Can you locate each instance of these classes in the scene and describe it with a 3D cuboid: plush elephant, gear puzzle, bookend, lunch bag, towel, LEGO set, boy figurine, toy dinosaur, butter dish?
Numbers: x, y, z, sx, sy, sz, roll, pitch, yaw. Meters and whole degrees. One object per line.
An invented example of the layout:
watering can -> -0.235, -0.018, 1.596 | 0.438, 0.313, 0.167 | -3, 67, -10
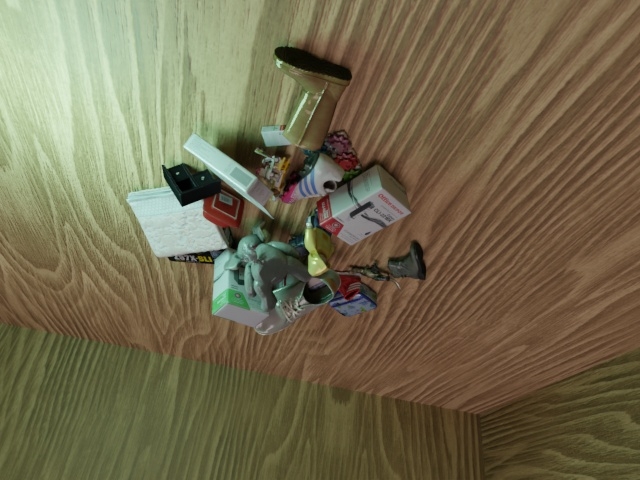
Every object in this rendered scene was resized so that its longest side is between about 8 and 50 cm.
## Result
plush elephant -> -0.238, 0.078, 1.833 | 0.272, 0.255, 0.330 | -43, 127, 0
gear puzzle -> 0.063, -0.230, 1.575 | 0.175, 0.044, 0.339 | -9, 142, 22
bookend -> -0.467, -0.223, 1.641 | 0.157, 0.156, 0.072 | -25, 154, -25
lunch bag -> 0.160, 0.298, 2.272 | 0.219, 0.090, 0.176 | -21, 133, 33
towel -> -0.574, -0.073, 1.824 | 0.331, 0.053, 0.317 | -7, 125, 14
LEGO set -> -0.179, -0.241, 1.561 | 0.107, 0.132, 0.287 | 26, 168, 3
boy figurine -> 0.000, 0.000, 1.708 | 0.092, 0.285, 0.177 | -16, 135, 30
toy dinosaur -> 0.263, 0.158, 2.061 | 0.268, 0.064, 0.118 | 20, 160, -2
butter dish -> -0.387, -0.112, 1.722 | 0.160, 0.160, 0.118 | 28, 134, -27

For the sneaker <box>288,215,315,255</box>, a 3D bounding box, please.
sneaker -> -0.068, -0.013, 1.873 | 0.163, 0.086, 0.226 | -6, 144, 14

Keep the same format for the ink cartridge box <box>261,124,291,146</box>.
ink cartridge box -> -0.128, -0.341, 1.469 | 0.115, 0.029, 0.063 | -3, 143, 10

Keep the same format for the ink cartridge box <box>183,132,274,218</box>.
ink cartridge box -> -0.284, -0.213, 1.520 | 0.296, 0.066, 0.261 | 36, 177, 20

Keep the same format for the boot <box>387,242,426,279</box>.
boot -> 0.365, 0.101, 1.964 | 0.161, 0.083, 0.246 | 0, 143, 21

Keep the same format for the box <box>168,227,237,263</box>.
box -> -0.546, 0.005, 2.001 | 0.322, 0.079, 0.257 | 4, 147, 5

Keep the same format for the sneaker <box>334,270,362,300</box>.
sneaker -> 0.083, 0.215, 2.131 | 0.221, 0.128, 0.087 | -9, 142, 23

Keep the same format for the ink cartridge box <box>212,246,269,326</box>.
ink cartridge box -> -0.340, 0.197, 1.934 | 0.211, 0.289, 0.121 | 24, 130, -34

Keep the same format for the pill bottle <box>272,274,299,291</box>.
pill bottle -> -0.172, 0.239, 2.127 | 0.407, 0.229, 0.229 | -10, 141, 23

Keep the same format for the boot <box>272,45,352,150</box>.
boot -> -0.058, -0.396, 1.309 | 0.236, 0.089, 0.269 | 17, 140, -15

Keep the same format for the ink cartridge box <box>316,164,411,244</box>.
ink cartridge box -> 0.153, -0.119, 1.603 | 0.273, 0.114, 0.197 | -31, 139, 28

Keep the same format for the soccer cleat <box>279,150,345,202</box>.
soccer cleat -> -0.033, -0.184, 1.546 | 0.143, 0.116, 0.331 | 28, 156, -15

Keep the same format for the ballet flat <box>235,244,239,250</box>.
ballet flat -> -0.313, 0.071, 2.073 | 0.067, 0.073, 0.206 | -29, 141, 3

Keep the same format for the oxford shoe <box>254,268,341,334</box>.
oxford shoe -> -0.114, 0.268, 1.926 | 0.449, 0.130, 0.169 | -32, 101, 14
